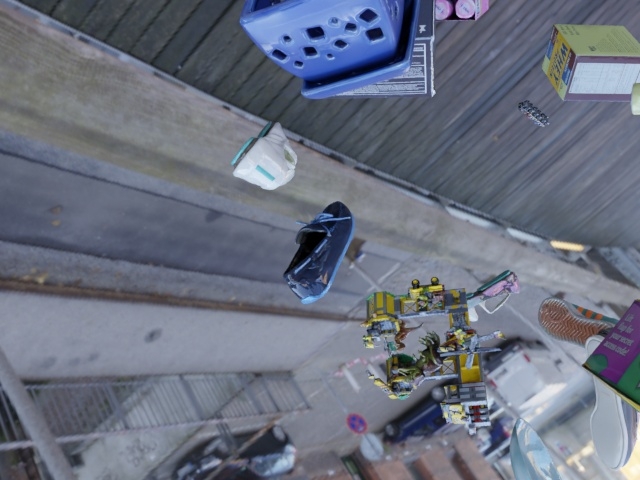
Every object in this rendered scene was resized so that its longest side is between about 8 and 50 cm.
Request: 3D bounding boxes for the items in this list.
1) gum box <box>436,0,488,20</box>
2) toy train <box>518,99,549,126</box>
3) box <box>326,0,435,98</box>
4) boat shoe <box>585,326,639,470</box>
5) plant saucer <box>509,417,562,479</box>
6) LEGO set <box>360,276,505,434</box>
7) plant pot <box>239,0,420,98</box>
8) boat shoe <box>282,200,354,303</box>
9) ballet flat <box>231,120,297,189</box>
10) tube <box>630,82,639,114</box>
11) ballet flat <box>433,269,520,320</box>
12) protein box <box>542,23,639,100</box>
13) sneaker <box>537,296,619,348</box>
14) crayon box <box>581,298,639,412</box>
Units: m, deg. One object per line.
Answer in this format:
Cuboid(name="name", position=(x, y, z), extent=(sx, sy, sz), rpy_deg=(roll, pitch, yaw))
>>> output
Cuboid(name="gum box", position=(0.339, -0.629, 1.810), extent=(0.107, 0.188, 0.062), rpy_deg=(-47, 136, -45))
Cuboid(name="toy train", position=(0.548, -0.325, 1.749), extent=(0.036, 0.027, 0.158), rpy_deg=(-9, 165, 38))
Cuboid(name="box", position=(0.116, -0.465, 1.554), extent=(0.296, 0.182, 0.294), rpy_deg=(1, 169, 9))
Cuboid(name="boat shoe", position=(0.657, 0.347, 1.490), extent=(0.096, 0.112, 0.335), rpy_deg=(-17, 107, -18))
Cuboid(name="plant saucer", position=(0.355, 0.391, 1.119), extent=(0.037, 0.195, 0.195), rpy_deg=(-29, 156, 22))
Cuboid(name="LEGO set", position=(0.210, 0.247, 1.305), extent=(0.255, 0.192, 0.331), rpy_deg=(-2, 137, 7))
Cuboid(name="plant pot", position=(0.036, -0.382, 1.123), extent=(0.236, 0.236, 0.212), rpy_deg=(-11, 139, 28))
Cuboid(name="boat shoe", position=(0.000, 0.000, 1.280), extent=(0.109, 0.258, 0.089), rpy_deg=(-34, 114, 32))
Cuboid(name="ballet flat", position=(-0.119, -0.189, 1.601), extent=(0.139, 0.139, 0.400), rpy_deg=(-41, -170, 11))
Cuboid(name="tube", position=(0.710, -0.273, 1.262), extent=(0.062, 0.240, 0.070), rpy_deg=(-4, 96, -61))
Cuboid(name="ballet flat", position=(0.391, 0.151, 1.675), extent=(0.222, 0.079, 0.077), rpy_deg=(-26, 180, 2))
Cuboid(name="protein box", position=(0.749, -0.488, 1.865), extent=(0.201, 0.199, 0.136), rpy_deg=(0, 130, -3))
Cuboid(name="sneaker", position=(0.686, 0.230, 1.743), extent=(0.121, 0.302, 0.108), rpy_deg=(16, 97, -23))
Cuboid(name="crayon box", position=(0.415, 0.198, 0.532), extent=(0.106, 0.313, 0.363), rpy_deg=(-54, 179, 3))
